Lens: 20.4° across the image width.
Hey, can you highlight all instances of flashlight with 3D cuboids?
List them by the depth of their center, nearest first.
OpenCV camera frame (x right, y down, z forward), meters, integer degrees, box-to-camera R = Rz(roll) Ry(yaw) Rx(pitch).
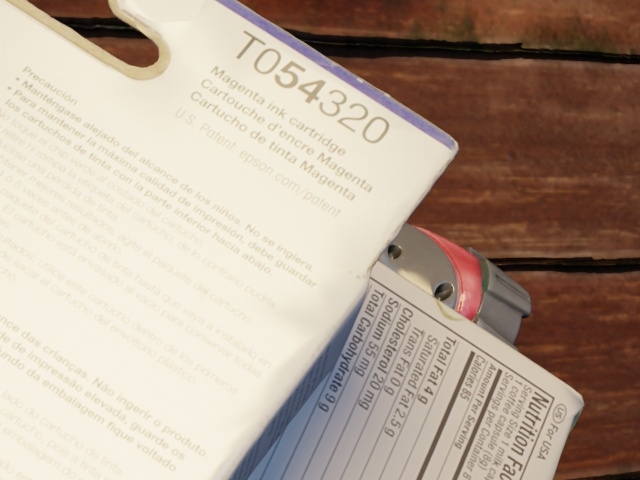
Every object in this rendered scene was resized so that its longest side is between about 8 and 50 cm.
[{"bbox_3d":[0.000,0.000,1.171,0.304,0.103,0.103,31,69,-29],"label":"flashlight"}]

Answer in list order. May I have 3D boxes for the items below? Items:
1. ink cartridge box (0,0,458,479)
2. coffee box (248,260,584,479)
[{"bbox_3d":[-0.167,0.007,0.669,0.324,0.071,0.330,33,61,9],"label":"ink cartridge box"},{"bbox_3d":[-0.137,0.166,0.872,0.334,0.337,0.338,32,64,-14],"label":"coffee box"}]
